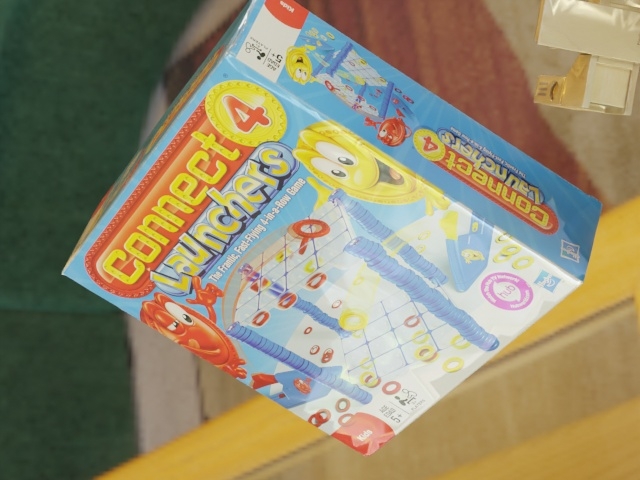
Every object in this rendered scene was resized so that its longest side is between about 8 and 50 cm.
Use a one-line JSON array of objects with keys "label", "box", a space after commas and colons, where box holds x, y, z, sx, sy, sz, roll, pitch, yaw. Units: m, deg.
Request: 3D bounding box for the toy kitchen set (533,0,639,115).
[{"label": "toy kitchen set", "box": [0.151, -0.124, 0.960, 0.075, 0.068, 0.083, -157, 76, -73]}]

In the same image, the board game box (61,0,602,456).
[{"label": "board game box", "box": [0.000, 0.000, 1.211, 0.308, 0.302, 0.086, -47, 16, 45]}]
